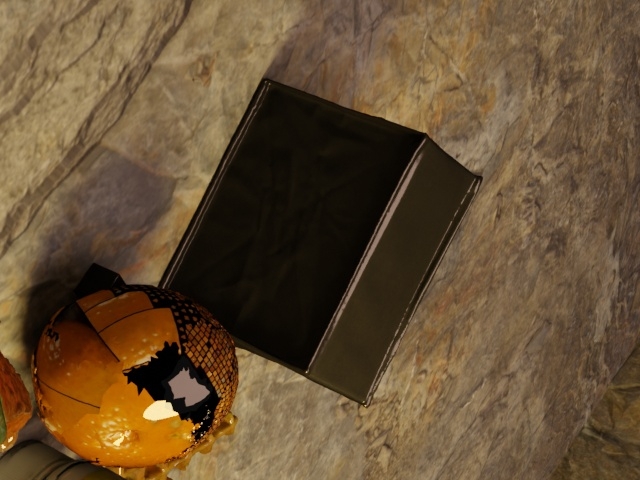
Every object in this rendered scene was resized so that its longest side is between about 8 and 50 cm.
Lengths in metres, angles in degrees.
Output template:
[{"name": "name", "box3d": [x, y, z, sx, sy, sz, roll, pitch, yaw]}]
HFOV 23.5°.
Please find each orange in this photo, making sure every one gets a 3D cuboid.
[{"name": "orange", "box3d": [-0.209, 0.151, 1.722, 0.234, 0.235, 0.182, 80, 16, -49]}]

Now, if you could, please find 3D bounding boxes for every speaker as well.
[{"name": "speaker", "box3d": [-0.236, 0.096, 1.844, 0.046, 0.040, 0.191, -57, 152, -20]}]

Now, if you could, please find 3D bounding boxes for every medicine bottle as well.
[{"name": "medicine bottle", "box3d": [-0.256, 0.336, 1.760, 0.143, 0.258, 0.143, -41, 143, -40]}]

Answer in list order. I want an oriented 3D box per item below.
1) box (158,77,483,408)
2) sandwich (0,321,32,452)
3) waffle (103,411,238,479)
[{"name": "box", "box3d": [0.000, 0.000, 1.959, 0.345, 0.251, 0.204, -64, 150, -5]}, {"name": "sandwich", "box3d": [-0.369, 0.157, 1.500, 0.250, 0.162, 0.301, -68, 157, -7]}, {"name": "waffle", "box3d": [-0.236, 0.311, 2.003, 0.293, 0.069, 0.260, -62, 152, -2]}]
